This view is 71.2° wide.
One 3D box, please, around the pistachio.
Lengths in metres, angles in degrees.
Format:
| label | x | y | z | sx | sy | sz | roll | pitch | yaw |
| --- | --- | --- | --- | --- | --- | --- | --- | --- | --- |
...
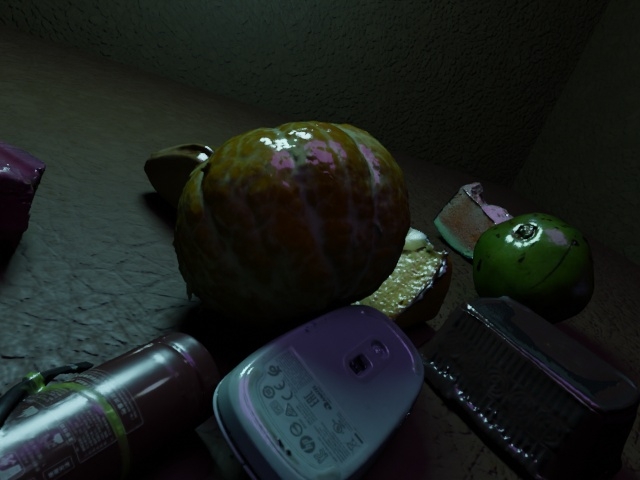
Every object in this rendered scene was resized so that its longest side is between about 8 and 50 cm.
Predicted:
| label | x | y | z | sx | sy | sz | roll | pitch | yaw |
| --- | --- | --- | --- | --- | --- | --- | --- | --- | --- |
| pistachio | -0.232 | -0.112 | 0.902 | 0.261 | 0.162 | 0.212 | 14 | -27 | 40 |

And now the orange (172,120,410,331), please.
| label | x | y | z | sx | sy | sz | roll | pitch | yaw |
| --- | --- | --- | --- | --- | --- | --- | --- | --- | --- |
| orange | -0.032 | -0.012 | 0.617 | 0.329 | 0.329 | 0.249 | 0 | 67 | -42 |

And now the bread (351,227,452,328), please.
| label | x | y | z | sx | sy | sz | roll | pitch | yaw |
| --- | --- | --- | --- | --- | --- | --- | --- | --- | --- |
| bread | 0.135 | 0.064 | 0.776 | 0.169 | 0.160 | 0.140 | -4 | 32 | -47 |

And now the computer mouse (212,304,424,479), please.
| label | x | y | z | sx | sy | sz | roll | pitch | yaw |
| --- | --- | --- | --- | --- | --- | --- | --- | --- | --- |
| computer mouse | 0.009 | 0.169 | 0.497 | 0.159 | 0.097 | 0.288 | 49 | 38 | 15 |

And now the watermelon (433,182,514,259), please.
| label | x | y | z | sx | sy | sz | roll | pitch | yaw |
| --- | --- | --- | --- | --- | --- | --- | --- | --- | --- |
| watermelon | 0.446 | -0.043 | 1.266 | 0.148 | 0.226 | 0.318 | -15 | 20 | -13 |

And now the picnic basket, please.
| label | x | y | z | sx | sy | sz | roll | pitch | yaw |
| --- | --- | --- | --- | --- | --- | --- | --- | --- | --- |
| picnic basket | 0.295 | 0.195 | 0.652 | 0.223 | 0.129 | 0.297 | 2 | 27 | -37 |

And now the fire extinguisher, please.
| label | x | y | z | sx | sy | sz | roll | pitch | yaw |
| --- | --- | --- | --- | --- | --- | --- | --- | --- | --- |
| fire extinguisher | -0.227 | 0.160 | 0.309 | 0.142 | 0.105 | 0.341 | 13 | 16 | 27 |

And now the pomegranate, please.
| label | x | y | z | sx | sy | sz | roll | pitch | yaw |
| --- | --- | --- | --- | --- | --- | --- | --- | --- | --- |
| pomegranate | 0.454 | 0.075 | 0.965 | 0.255 | 0.270 | 0.254 | -12 | 34 | 8 |

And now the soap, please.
| label | x | y | z | sx | sy | sz | roll | pitch | yaw |
| --- | --- | --- | --- | --- | --- | --- | --- | --- | --- |
| soap | -0.497 | -0.088 | 0.607 | 0.289 | 0.112 | 0.182 | 26 | 9 | 30 |
